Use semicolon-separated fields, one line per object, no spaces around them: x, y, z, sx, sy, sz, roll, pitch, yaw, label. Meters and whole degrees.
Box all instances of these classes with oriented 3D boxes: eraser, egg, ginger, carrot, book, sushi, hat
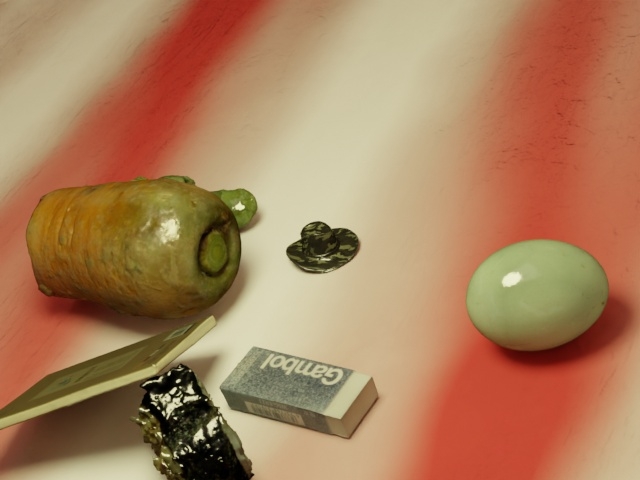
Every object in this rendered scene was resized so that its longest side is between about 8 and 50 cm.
-0.031;0.211;1.893;0.212;0.046;0.092;11;46;35;eraser
0.292;0.073;1.828;0.192;0.149;0.149;-11;35;1;egg
-0.239;-0.060;2.327;0.290;0.089;0.137;10;30;40;ginger
-0.295;0.009;2.142;0.341;0.224;0.224;5;42;34;carrot
-0.319;0.194;1.951;0.310;0.021;0.217;-21;8;22;book
-0.180;0.258;1.818;0.115;0.147;0.212;-28;39;-10;sushi
0.000;0.000;2.157;0.121;0.050;0.121;-11;36;8;hat
